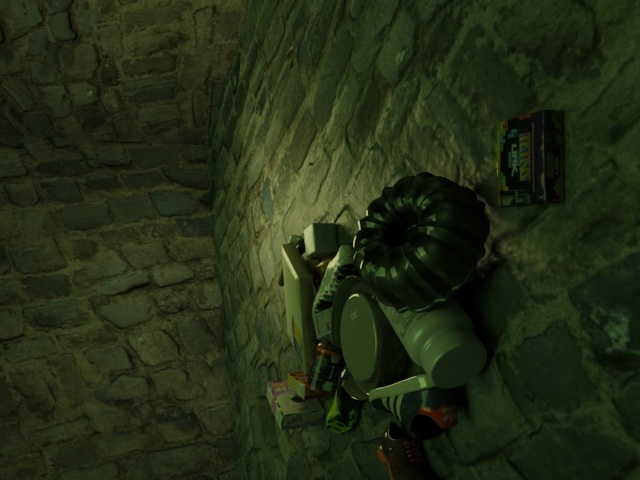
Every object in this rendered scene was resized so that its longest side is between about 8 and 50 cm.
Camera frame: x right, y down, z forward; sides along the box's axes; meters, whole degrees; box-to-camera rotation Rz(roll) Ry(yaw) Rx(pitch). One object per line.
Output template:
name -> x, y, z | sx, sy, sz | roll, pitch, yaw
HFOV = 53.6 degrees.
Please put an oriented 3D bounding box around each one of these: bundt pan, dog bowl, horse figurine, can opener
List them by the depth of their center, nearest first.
bundt pan -> 0.199, -0.012, 1.411 | 0.330, 0.124, 0.331 | -30, 43, 33
dog bowl -> 0.139, 0.273, 1.810 | 0.349, 0.102, 0.349 | 180, 90, -68
horse figurine -> -0.009, 0.129, 2.237 | 0.263, 0.066, 0.175 | -162, 65, -65
can opener -> -0.113, 0.090, 2.464 | 0.093, 0.074, 0.280 | -60, -8, -45

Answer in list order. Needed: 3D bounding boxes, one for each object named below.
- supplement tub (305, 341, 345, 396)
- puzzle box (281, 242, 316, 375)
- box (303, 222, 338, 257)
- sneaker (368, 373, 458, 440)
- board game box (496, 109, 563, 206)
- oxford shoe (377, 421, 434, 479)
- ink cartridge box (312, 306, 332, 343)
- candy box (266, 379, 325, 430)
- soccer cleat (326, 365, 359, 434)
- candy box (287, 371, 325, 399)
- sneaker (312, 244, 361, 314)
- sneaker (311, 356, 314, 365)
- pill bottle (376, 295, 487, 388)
supplement tub -> 0.025, 0.401, 2.063 | 0.106, 0.106, 0.198 | 2, 75, 69
puzzle box -> -0.076, 0.247, 2.305 | 0.272, 0.052, 0.409 | -124, 27, -59
box -> 0.000, 0.000, 2.179 | 0.102, 0.087, 0.101 | 145, 122, -65
sneaker -> 0.224, 0.419, 1.563 | 0.350, 0.131, 0.148 | 130, 128, -65
board game box -> 0.398, -0.152, 1.214 | 0.141, 0.048, 0.170 | 177, 93, -70
oxford shoe -> 0.221, 0.560, 1.616 | 0.271, 0.096, 0.098 | -148, 66, -65
ink cartridge box -> 0.043, 0.263, 2.023 | 0.122, 0.052, 0.089 | -26, 54, 17
candy box -> -0.093, 0.595, 2.318 | 0.196, 0.164, 0.070 | -128, 42, -58
soccer cleat -> 0.085, 0.504, 2.008 | 0.121, 0.093, 0.289 | -68, -8, -51
candy box -> -0.039, 0.513, 2.257 | 0.186, 0.109, 0.053 | -169, 79, -68
sneaker -> 0.052, 0.137, 2.048 | 0.118, 0.110, 0.292 | -101, 31, -45
sneaker -> 0.026, 0.426, 2.180 | 0.162, 0.063, 0.073 | 23, 98, 59
pill bottle -> 0.250, 0.187, 1.443 | 0.283, 0.160, 0.160 | -118, 35, -50
